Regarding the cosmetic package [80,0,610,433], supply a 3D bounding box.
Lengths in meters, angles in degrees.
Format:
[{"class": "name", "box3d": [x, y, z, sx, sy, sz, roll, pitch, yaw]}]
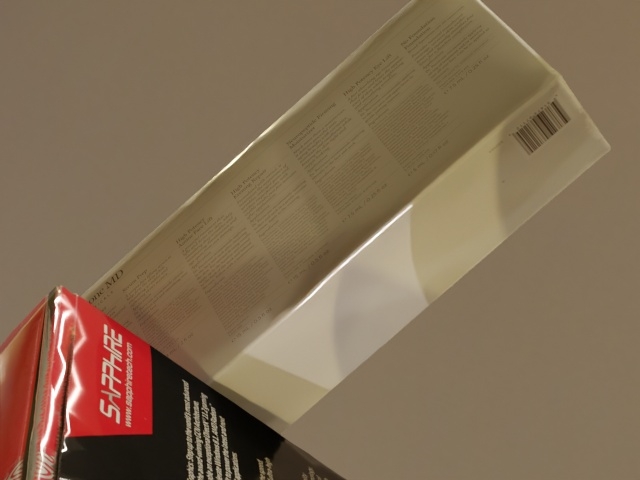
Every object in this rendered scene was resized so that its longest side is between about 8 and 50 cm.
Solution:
[{"class": "cosmetic package", "box3d": [0.000, 0.000, 0.604, 0.239, 0.060, 0.099, -41, -134, 7]}]

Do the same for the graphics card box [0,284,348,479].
[{"class": "graphics card box", "box3d": [0.025, 0.196, 0.488, 0.094, 0.371, 0.233, -48, -158, 15]}]
